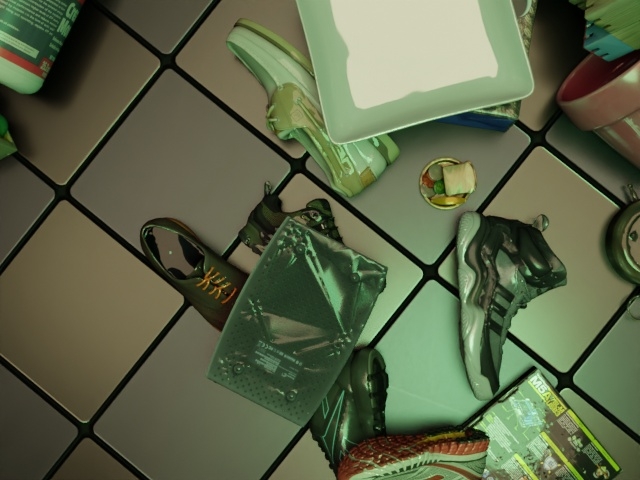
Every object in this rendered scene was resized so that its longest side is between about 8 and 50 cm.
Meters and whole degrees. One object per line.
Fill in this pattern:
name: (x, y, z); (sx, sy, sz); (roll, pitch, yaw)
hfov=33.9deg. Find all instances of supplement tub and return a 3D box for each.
supplement tub: (-0.430, -0.363, 1.480); (0.191, 0.191, 0.272); (27, 90, 3)

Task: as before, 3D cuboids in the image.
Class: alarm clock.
alarm clock: (0.473, 0.022, 1.495); (0.129, 0.064, 0.192); (11, 92, 3)

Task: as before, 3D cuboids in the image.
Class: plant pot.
plant pot: (0.457, -0.187, 1.445); (0.201, 0.201, 0.180); (-41, 103, 1)

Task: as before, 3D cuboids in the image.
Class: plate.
plate: (0.115, -0.287, 1.385); (0.278, 0.045, 0.277); (-14, 87, 2)

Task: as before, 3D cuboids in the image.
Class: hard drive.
hard drive: (-0.033, 0.109, 1.443); (0.172, 0.054, 0.255); (27, 100, -1)

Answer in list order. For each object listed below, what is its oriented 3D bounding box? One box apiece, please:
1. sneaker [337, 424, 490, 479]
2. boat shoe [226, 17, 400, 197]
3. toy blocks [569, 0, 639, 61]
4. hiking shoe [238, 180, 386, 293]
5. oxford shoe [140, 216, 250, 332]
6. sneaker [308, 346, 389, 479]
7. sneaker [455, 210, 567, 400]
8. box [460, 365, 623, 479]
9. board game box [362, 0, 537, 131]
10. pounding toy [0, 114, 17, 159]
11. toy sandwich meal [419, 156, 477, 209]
sneaker: (0.130, 0.314, 1.419); (0.225, 0.088, 0.093); (-2, 99, -22)
boat shoe: (-0.030, -0.189, 1.497); (0.302, 0.113, 0.103); (42, 86, 3)
toy blocks: (0.408, -0.396, 1.382); (0.190, 0.261, 0.381); (22, 68, -25)
hiking shoe: (0.000, 0.000, 1.502); (0.226, 0.086, 0.114); (25, 93, 4)
oxford shoe: (-0.154, 0.069, 1.500); (0.271, 0.098, 0.097); (36, 89, 3)
sneaker: (0.045, 0.286, 1.501); (0.106, 0.101, 0.267); (-4, 87, 22)
sneaker: (0.271, 0.089, 1.478); (0.153, 0.101, 0.269); (-3, 86, 5)
box: (0.298, 0.309, 1.501); (0.184, 0.045, 0.191); (-40, 86, -1)
board game box: (0.180, -0.319, 1.477); (0.232, 0.141, 0.291); (9, 89, 3)
pounding toy: (-0.527, -0.202, 1.472); (0.094, 0.206, 0.181); (-27, 87, 1)
toy sandwich meal: (0.186, -0.084, 1.524); (0.085, 0.029, 0.086); (0, 88, 3)
